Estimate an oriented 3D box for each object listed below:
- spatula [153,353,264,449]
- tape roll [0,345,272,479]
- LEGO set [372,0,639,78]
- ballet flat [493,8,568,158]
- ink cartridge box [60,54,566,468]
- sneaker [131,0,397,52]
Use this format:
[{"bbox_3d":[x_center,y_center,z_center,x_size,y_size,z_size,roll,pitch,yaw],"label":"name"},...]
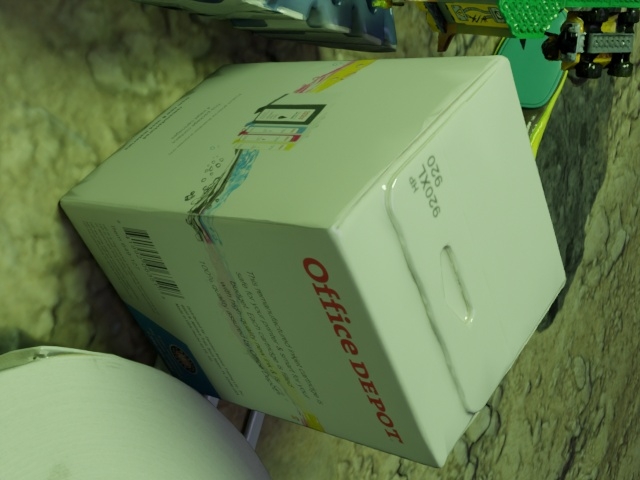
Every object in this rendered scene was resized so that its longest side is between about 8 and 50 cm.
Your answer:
[{"bbox_3d":[-0.078,0.118,0.689,0.168,0.019,0.242,18,87,-53],"label":"spatula"},{"bbox_3d":[-0.138,0.256,0.493,0.392,0.072,0.392,29,53,-48],"label":"tape roll"},{"bbox_3d":[0.114,-0.275,0.581,0.255,0.192,0.331,-20,116,-36],"label":"LEGO set"},{"bbox_3d":[0.199,-0.126,0.928,0.077,0.077,0.231,22,86,-73],"label":"ballet flat"},{"bbox_3d":[0.000,0.000,0.561,0.168,0.232,0.171,-47,128,-32],"label":"ink cartridge box"},{"bbox_3d":[-0.047,-0.228,0.549,0.315,0.127,0.182,0,98,-58],"label":"sneaker"}]
